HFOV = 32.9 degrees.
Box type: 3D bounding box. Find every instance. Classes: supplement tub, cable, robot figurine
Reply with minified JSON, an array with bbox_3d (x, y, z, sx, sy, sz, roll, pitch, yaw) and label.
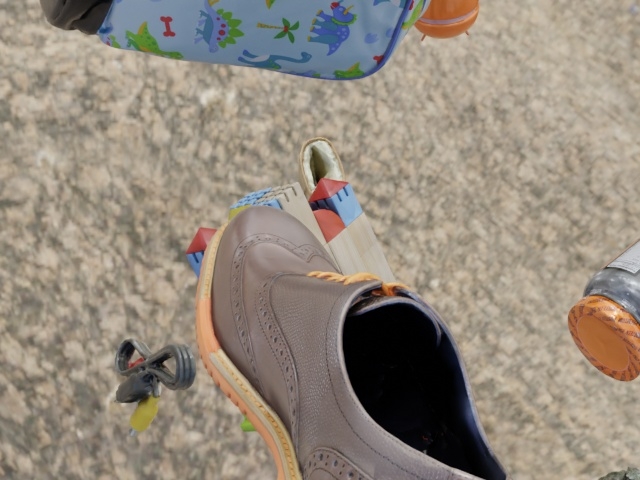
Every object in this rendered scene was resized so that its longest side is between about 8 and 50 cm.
[{"bbox_3d":[0.346,0.051,1.085,0.190,0.117,0.117,-35,78,-21],"label":"supplement tub"},{"bbox_3d":[-0.239,0.191,1.610,0.072,0.287,0.140,9,63,-31],"label":"cable"},{"bbox_3d":[0.208,-0.441,1.860,0.128,0.219,0.158,29,54,35],"label":"robot figurine"}]

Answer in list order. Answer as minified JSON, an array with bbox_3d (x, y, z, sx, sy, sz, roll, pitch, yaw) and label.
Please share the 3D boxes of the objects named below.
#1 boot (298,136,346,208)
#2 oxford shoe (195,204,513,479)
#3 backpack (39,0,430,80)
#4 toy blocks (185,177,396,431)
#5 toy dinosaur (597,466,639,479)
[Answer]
[{"bbox_3d":[0.000,0.000,1.759,0.089,0.269,0.236,-14,67,-14],"label":"boot"},{"bbox_3d":[0.020,0.065,0.636,0.130,0.133,0.364,11,28,-28],"label":"oxford shoe"},{"bbox_3d":[-0.063,-0.291,1.018,0.355,0.290,0.273,-2,47,-27],"label":"backpack"},{"bbox_3d":[-0.045,0.044,1.491,0.381,0.190,0.261,-40,110,-43],"label":"toy blocks"},{"bbox_3d":[0.471,0.418,1.723,0.064,0.268,0.118,-36,87,-26],"label":"toy dinosaur"}]
